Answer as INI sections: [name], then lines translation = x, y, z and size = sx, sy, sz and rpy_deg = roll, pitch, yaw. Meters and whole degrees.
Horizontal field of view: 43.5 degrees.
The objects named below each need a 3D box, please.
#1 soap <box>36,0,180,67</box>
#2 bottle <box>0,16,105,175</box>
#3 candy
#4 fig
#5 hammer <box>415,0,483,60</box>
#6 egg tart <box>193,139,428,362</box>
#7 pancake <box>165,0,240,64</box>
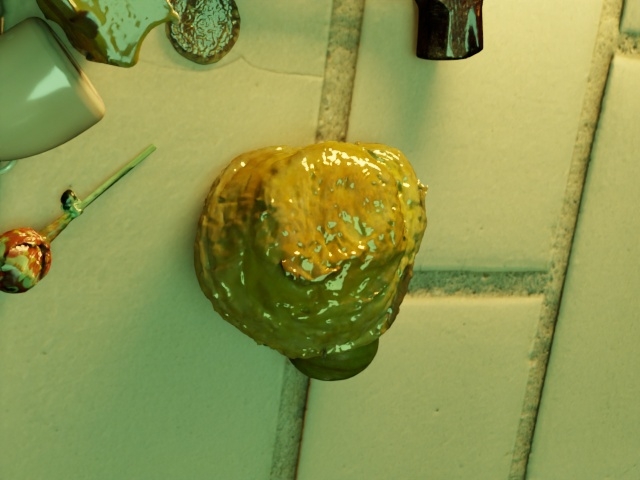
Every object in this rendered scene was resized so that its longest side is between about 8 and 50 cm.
[soap]
translation = -0.283, -0.327, 0.905
size = 0.143, 0.281, 0.259
rpy_deg = -37, 116, -14
[bottle]
translation = -0.400, -0.153, 0.982
size = 0.236, 0.147, 0.148
rpy_deg = -34, 115, -4
[candy]
translation = -0.331, -0.038, 1.085
size = 0.287, 0.084, 0.078
rpy_deg = -43, 113, -16
[fig]
translation = -0.001, 0.146, 1.238
size = 0.186, 0.142, 0.148
rpy_deg = -4, 73, -38
[hammer]
translation = 0.054, -0.382, 1.154
size = 0.408, 0.095, 0.243
rpy_deg = -5, 106, -21
[egg tart]
translation = 0.000, 0.000, 1.135
size = 0.351, 0.153, 0.340
rpy_deg = 2, 77, -16
[pancake]
translation = -0.164, -0.303, 1.117
size = 0.114, 0.011, 0.115
rpy_deg = -7, 106, -23
